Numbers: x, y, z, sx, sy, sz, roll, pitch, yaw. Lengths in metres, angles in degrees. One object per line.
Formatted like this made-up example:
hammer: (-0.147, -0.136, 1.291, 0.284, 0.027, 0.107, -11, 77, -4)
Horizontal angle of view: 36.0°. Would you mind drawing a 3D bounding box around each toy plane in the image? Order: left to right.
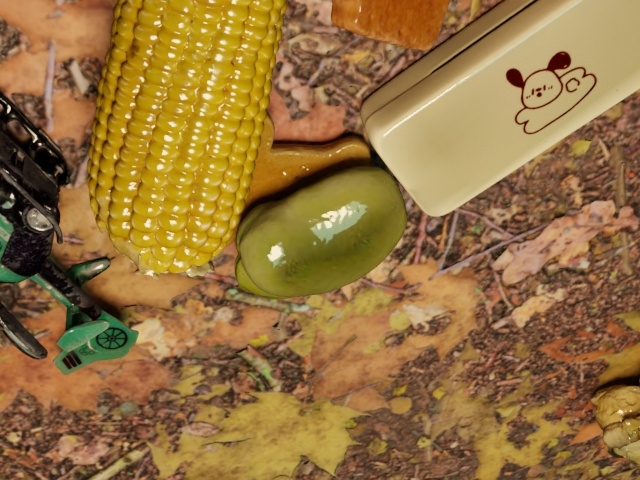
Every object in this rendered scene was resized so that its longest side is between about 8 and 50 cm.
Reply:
toy plane: (-0.288, -0.005, 0.894, 0.155, 0.106, 0.381, -28, 130, 15)

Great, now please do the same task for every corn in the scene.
corn: (-0.103, -0.150, 0.781, 0.144, 0.144, 0.387, 3, 115, -18)

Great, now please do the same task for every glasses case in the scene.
glasses case: (0.196, -0.156, 0.922, 0.313, 0.070, 0.131, -34, 128, 11)

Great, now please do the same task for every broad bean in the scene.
broad bean: (0.000, 0.000, 0.939, 0.174, 0.082, 0.124, -16, 133, -3)

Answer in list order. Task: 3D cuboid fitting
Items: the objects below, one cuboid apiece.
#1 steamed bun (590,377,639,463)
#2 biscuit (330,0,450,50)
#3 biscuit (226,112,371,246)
steamed bun: (0.452, 0.207, 1.257, 0.177, 0.106, 0.192, -36, 142, 30)
biscuit: (0.053, -0.270, 0.749, 0.284, 0.043, 0.306, -43, 144, -24)
biscuit: (-0.069, -0.058, 0.948, 0.240, 0.035, 0.158, 10, 121, -23)
